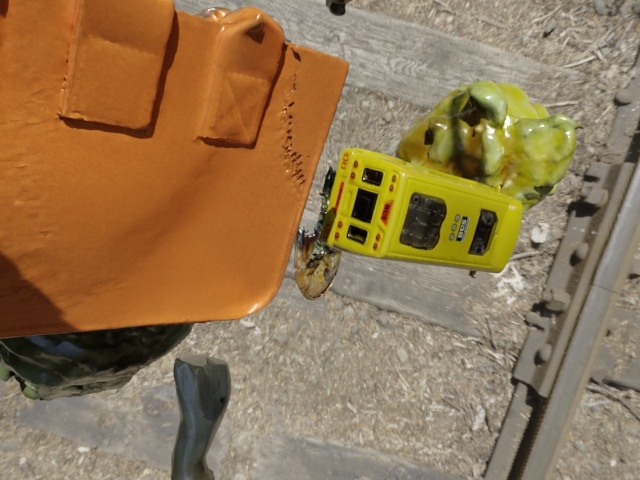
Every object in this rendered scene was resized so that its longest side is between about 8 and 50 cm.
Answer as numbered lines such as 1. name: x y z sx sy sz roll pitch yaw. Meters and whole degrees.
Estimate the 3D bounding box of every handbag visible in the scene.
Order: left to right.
1. handbag: -0.197 -0.069 0.454 0.410 0.116 0.303 2 116 -39

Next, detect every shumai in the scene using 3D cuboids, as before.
1. shumai: -0.373 0.101 0.874 0.395 0.395 0.348 26 128 -1

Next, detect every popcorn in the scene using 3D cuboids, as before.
1. popcorn: 0.311 -0.160 1.073 0.274 0.279 0.335 44 117 -11

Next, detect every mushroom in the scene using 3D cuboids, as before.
1. mushroom: -0.287 0.415 1.270 0.159 0.122 0.328 3 96 -42

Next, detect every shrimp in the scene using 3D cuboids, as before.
1. shrimp: -0.007 -0.002 1.169 0.075 0.178 0.289 23 118 22

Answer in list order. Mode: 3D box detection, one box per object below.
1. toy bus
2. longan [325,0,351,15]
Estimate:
1. toy bus: 0.166 -0.027 0.785 0.331 0.151 0.145 7 100 -39
2. longan: 0.027 -0.382 0.788 0.106 0.106 0.119 6 117 0
